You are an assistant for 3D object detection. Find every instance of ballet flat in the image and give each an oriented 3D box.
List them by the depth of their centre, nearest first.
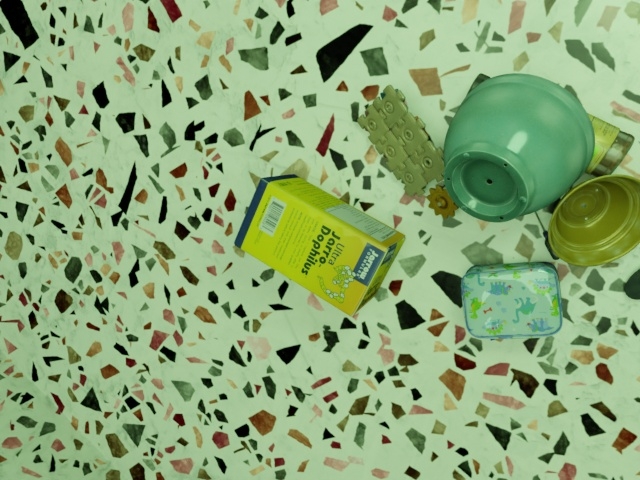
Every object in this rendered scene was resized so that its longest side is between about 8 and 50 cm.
[{"bbox_3d":[0.740,0.064,1.104,0.203,0.074,0.074,-37,84,24],"label":"ballet flat"}]

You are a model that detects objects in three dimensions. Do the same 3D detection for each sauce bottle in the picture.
[{"bbox_3d":[0.480,-0.254,1.133,0.345,0.111,0.111,31,110,16],"label":"sauce bottle"}]

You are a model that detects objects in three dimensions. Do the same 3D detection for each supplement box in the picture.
[{"bbox_3d":[0.000,0.000,1.329,0.357,0.194,0.195,30,109,15],"label":"supplement box"}]

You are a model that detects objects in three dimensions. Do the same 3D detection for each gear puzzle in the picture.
[{"bbox_3d":[0.230,-0.202,1.252,0.338,0.044,0.175,56,148,4],"label":"gear puzzle"}]

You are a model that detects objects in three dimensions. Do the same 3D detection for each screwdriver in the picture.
[{"bbox_3d":[0.511,-0.034,1.213,0.024,0.025,0.169,-26,80,25],"label":"screwdriver"}]

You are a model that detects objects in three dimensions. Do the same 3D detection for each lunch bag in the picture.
[{"bbox_3d":[0.444,0.143,1.229,0.219,0.090,0.175,-7,96,23],"label":"lunch bag"}]

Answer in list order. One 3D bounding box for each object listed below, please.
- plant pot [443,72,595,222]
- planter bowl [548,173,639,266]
[{"bbox_3d":[0.372,-0.161,1.072,0.293,0.196,0.293,28,145,22],"label":"plant pot"},{"bbox_3d":[0.577,-0.058,1.119,0.217,0.090,0.217,0,121,-1],"label":"planter bowl"}]
